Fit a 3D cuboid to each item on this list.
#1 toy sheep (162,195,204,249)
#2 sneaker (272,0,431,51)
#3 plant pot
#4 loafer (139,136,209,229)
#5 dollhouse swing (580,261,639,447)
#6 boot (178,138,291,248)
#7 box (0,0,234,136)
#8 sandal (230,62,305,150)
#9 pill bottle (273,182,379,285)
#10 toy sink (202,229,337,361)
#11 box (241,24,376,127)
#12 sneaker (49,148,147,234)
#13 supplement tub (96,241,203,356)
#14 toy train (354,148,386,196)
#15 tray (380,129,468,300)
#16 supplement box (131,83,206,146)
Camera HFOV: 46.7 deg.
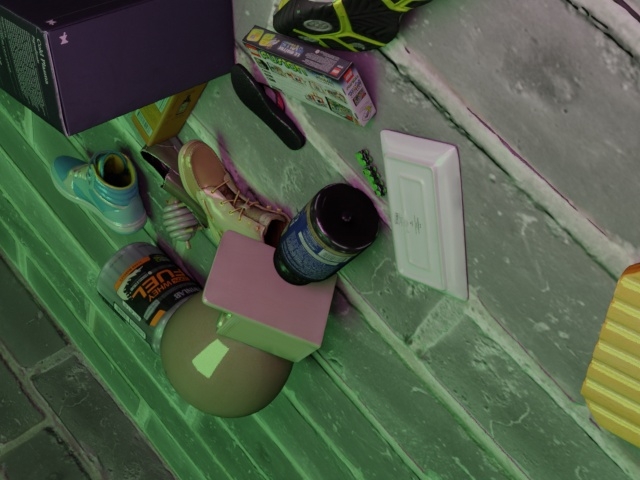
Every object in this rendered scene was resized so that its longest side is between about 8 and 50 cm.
[{"bbox_3d":[-0.312,-0.044,1.672,0.091,0.091,0.132,-14,88,55],"label":"toy sheep"},{"bbox_3d":[0.058,-0.346,0.932,0.384,0.145,0.147,-8,75,62],"label":"sneaker"},{"bbox_3d":[-0.162,0.196,1.516,0.284,0.284,0.191,51,140,8],"label":"plant pot"},{"bbox_3d":[-0.301,-0.117,1.591,0.251,0.087,0.094,53,147,6],"label":"loafer"},{"bbox_3d":[0.433,0.241,0.793,0.304,0.315,0.347,16,133,18],"label":"dollhouse swing"},{"bbox_3d":[-0.159,-0.071,1.437,0.203,0.095,0.262,17,136,46],"label":"boot"},{"bbox_3d":[-0.375,-0.363,1.247,0.312,0.343,0.179,33,139,33],"label":"box"},{"bbox_3d":[-0.087,-0.232,1.274,0.179,0.040,0.067,48,154,-12],"label":"sandal"},{"bbox_3d":[0.000,0.000,1.273,0.123,0.123,0.219,54,146,4],"label":"pill bottle"},{"bbox_3d":[-0.110,0.108,1.383,0.234,0.153,0.131,23,149,-16],"label":"toy sink"},{"bbox_3d":[-0.019,-0.250,1.123,0.207,0.036,0.114,30,166,34],"label":"box"},{"bbox_3d":[-0.560,-0.173,1.849,0.319,0.127,0.208,31,142,18],"label":"sneaker"},{"bbox_3d":[-0.393,0.161,1.849,0.316,0.193,0.194,37,142,26],"label":"supplement tub"},{"bbox_3d":[0.079,-0.106,1.179,0.083,0.017,0.023,63,156,-10],"label":"toy train"},{"bbox_3d":[0.153,-0.031,1.137,0.145,0.030,0.270,22,134,42],"label":"tray"},{"bbox_3d":[-0.303,-0.278,1.470,0.080,0.078,0.233,59,146,3],"label":"supplement box"}]
